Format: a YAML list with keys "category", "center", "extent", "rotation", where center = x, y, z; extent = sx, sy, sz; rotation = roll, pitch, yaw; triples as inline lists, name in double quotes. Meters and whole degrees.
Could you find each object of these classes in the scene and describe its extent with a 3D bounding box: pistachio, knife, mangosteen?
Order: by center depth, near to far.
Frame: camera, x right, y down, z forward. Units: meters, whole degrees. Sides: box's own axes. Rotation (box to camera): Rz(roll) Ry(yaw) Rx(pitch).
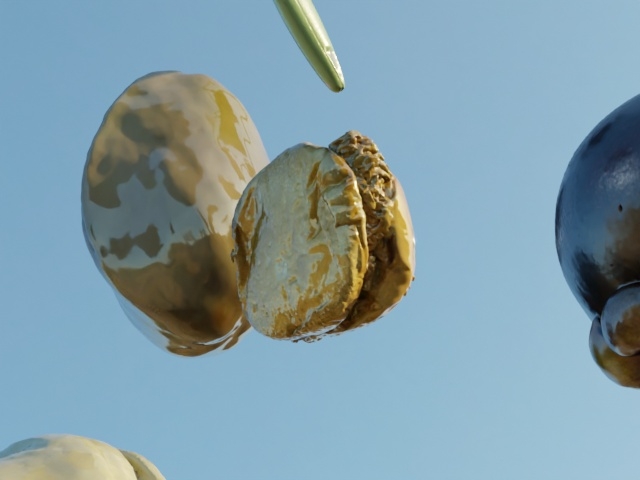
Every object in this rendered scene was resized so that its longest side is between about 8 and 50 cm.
- category: "mangosteen"
  center: [0.151, 0.006, 0.628]
  extent: [0.140, 0.140, 0.140]
  rotation: [-16, -36, -12]
- category: "knife"
  center: [-0.050, -0.239, 1.162]
  extent: [0.020, 0.293, 0.043]
  rotation: [-26, 3, 45]
- category: "pistachio"
  center: [-0.128, -0.020, 1.431]
  extent: [0.197, 0.288, 0.166]
  rotation: [7, -46, -27]

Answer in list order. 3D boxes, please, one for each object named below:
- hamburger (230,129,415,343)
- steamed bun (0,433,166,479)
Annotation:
- category: "hamburger"
  center: [0.000, 0.000, 1.139]
  extent: [0.083, 0.138, 0.147]
  rotation: [3, -21, -42]
- category: "steamed bun"
  center: [-0.128, 0.222, 0.944]
  extent: [0.289, 0.276, 0.203]
  rotation: [46, -115, -24]
